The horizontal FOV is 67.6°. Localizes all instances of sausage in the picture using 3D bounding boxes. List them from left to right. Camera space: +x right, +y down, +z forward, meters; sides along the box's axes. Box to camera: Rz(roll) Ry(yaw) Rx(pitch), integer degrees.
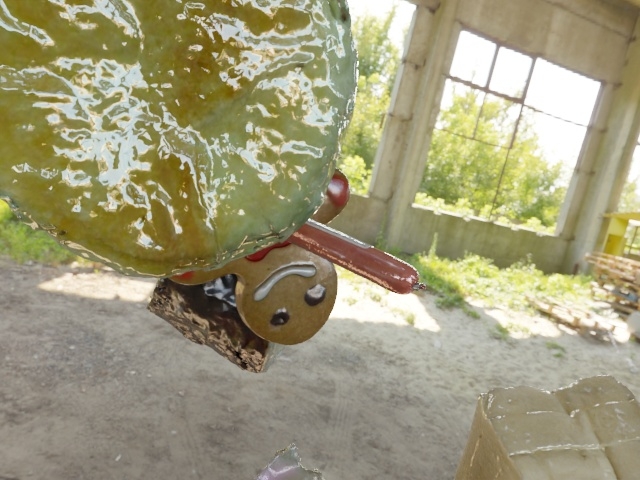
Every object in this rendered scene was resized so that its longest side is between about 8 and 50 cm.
[{"bbox_3d":[0.000,0.000,0.447,0.223,0.029,0.029,25,13,33],"label":"sausage"}]

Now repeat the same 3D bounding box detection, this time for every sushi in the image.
[{"bbox_3d":[-0.163,0.091,0.993,0.294,0.299,0.281,33,40,4],"label":"sushi"}]

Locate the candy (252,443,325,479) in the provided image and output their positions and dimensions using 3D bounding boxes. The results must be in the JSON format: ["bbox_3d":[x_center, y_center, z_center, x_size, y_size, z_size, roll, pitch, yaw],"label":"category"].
[{"bbox_3d":[-0.054,0.447,0.747,0.137,0.195,0.184,31,-22,35],"label":"candy"}]

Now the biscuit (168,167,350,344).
[{"bbox_3d":[-0.088,-0.046,0.626,0.283,0.431,0.064,-25,17,-14],"label":"biscuit"}]

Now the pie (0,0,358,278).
[{"bbox_3d":[-0.102,-0.113,0.332,0.307,0.306,0.071,10,10,-26],"label":"pie"}]

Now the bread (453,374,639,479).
[{"bbox_3d":[0.165,0.179,0.355,0.105,0.152,0.077,-3,37,-5],"label":"bread"}]
